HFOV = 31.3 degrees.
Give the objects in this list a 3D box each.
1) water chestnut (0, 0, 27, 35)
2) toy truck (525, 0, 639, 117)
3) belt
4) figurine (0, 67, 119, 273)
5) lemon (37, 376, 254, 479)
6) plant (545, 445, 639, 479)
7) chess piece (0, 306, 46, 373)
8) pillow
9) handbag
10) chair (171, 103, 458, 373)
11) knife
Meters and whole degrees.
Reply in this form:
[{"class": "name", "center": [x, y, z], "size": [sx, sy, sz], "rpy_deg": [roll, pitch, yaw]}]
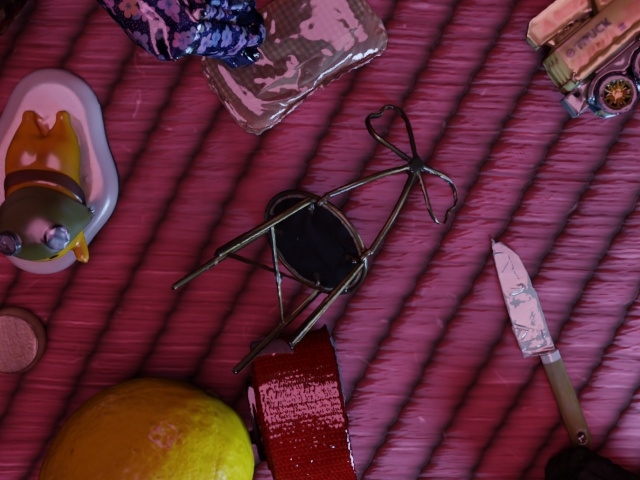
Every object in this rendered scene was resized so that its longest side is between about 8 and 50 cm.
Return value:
[{"class": "water chestnut", "center": [-0.476, -0.331, 1.214], "size": [0.335, 0.347, 0.335], "rpy_deg": [5, 81, -35]}, {"class": "toy truck", "center": [0.370, -0.263, 1.306], "size": [0.272, 0.124, 0.157], "rpy_deg": [-39, 89, 9]}, {"class": "belt", "center": [-0.028, 0.208, 1.380], "size": [0.124, 0.128, 0.201], "rpy_deg": [-10, 102, 0]}, {"class": "figurine", "center": [-0.327, -0.070, 1.317], "size": [0.167, 0.141, 0.250], "rpy_deg": [-1, 100, 1]}, {"class": "lemon", "center": [-0.189, 0.265, 1.339], "size": [0.240, 0.240, 0.219], "rpy_deg": [42, 70, -8]}, {"class": "plant", "center": [0.376, 0.390, 1.390], "size": [0.276, 0.188, 0.199], "rpy_deg": [35, 99, -7]}, {"class": "chess piece", "center": [-0.379, 0.123, 1.403], "size": [0.084, 0.038, 0.083], "rpy_deg": [0, 103, -1]}, {"class": "pillow", "center": [-0.035, -0.226, 1.348], "size": [0.211, 0.034, 0.135], "rpy_deg": [-35, 100, 7]}, {"class": "handbag", "center": [-0.161, -0.283, 1.245], "size": [0.127, 0.208, 0.228], "rpy_deg": [-45, 81, 20]}, {"class": "chair", "center": [0.000, 0.000, 1.343], "size": [0.160, 0.170, 0.326], "rpy_deg": [51, 52, -5]}, {"class": "knife", "center": [0.272, 0.131, 1.427], "size": [0.047, 0.017, 0.297], "rpy_deg": [-20, 101, 9]}]
